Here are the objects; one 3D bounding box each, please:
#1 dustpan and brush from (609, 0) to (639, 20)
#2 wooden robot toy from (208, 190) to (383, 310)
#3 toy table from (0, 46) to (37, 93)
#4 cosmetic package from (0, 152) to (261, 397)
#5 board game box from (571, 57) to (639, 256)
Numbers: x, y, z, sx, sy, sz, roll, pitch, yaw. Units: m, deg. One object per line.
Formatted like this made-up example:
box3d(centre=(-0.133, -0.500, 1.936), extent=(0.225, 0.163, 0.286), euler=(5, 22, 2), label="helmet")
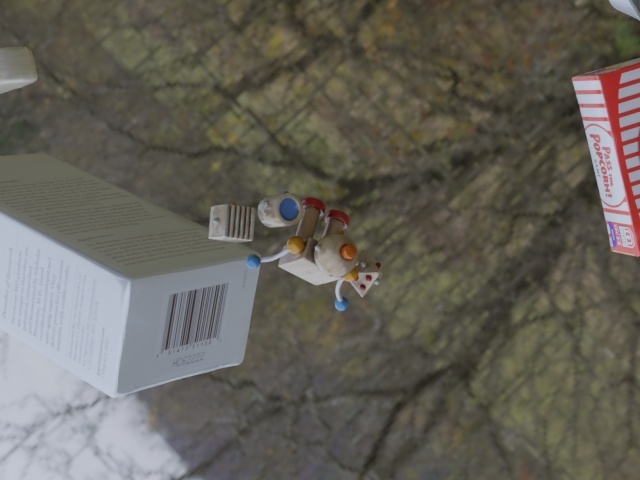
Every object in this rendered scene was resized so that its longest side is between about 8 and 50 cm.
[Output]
box3d(centre=(0.285, -0.216, 1.118), extent=(0.060, 0.147, 0.211), euler=(21, 160, 19), label="dustpan and brush")
box3d(centre=(0.000, 0.000, 1.105), extent=(0.173, 0.076, 0.079), euler=(26, 163, -27), label="wooden robot toy")
box3d(centre=(-0.354, -0.100, 1.017), extent=(0.274, 0.252, 0.161), euler=(1, -173, 31), label="toy table")
box3d(centre=(-0.323, 0.029, 1.773), extent=(0.453, 0.161, 0.230), euler=(25, -158, 37), label="cosmetic package")
box3d(centre=(0.308, -0.086, 1.075), extent=(0.045, 0.193, 0.146), euler=(-162, 55, -72), label="board game box")
